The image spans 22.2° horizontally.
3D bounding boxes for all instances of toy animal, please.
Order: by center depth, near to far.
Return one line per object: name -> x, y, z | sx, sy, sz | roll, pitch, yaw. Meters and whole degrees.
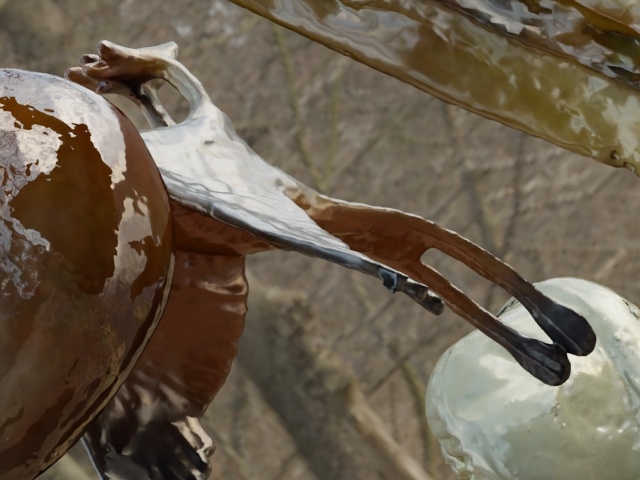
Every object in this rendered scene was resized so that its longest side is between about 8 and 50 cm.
toy animal -> -0.015, -0.017, 0.931 | 0.284, 0.302, 0.225 | -14, -31, -49

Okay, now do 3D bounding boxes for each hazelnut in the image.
hazelnut -> -0.171, 0.020, 0.744 | 0.210, 0.186, 0.210 | -37, 5, 3

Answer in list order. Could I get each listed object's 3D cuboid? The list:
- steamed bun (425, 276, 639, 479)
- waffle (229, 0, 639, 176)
steamed bun -> 0.263, 0.181, 1.295 | 0.247, 0.352, 0.339 | -40, -26, -3
waffle -> 0.050, -0.131, 0.627 | 0.224, 0.328, 0.098 | -32, -32, -60
